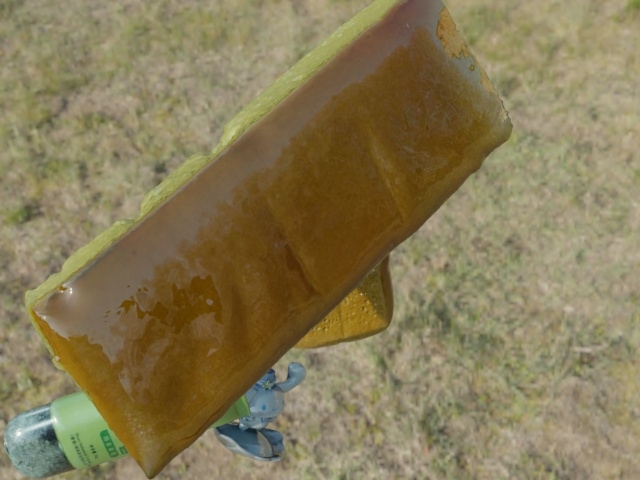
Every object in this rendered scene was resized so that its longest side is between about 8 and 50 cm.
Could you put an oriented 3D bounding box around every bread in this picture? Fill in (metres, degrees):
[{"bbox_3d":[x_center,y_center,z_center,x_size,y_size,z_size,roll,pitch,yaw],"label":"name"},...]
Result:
[{"bbox_3d":[0.000,0.000,0.911,0.116,0.200,0.077,-13,31,-15],"label":"bread"},{"bbox_3d":[-0.029,-0.018,0.705,0.361,0.138,0.077,-43,24,-19],"label":"bread"}]

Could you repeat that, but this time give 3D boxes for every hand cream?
[{"bbox_3d":[-0.142,0.131,0.767,0.175,0.095,0.046,-15,48,-5],"label":"hand cream"}]

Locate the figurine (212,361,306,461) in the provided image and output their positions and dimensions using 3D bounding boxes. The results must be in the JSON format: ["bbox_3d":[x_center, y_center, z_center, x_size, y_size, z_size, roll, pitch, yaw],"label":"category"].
[{"bbox_3d":[-0.061,0.139,0.904,0.082,0.086,0.094,22,4,33],"label":"figurine"}]
